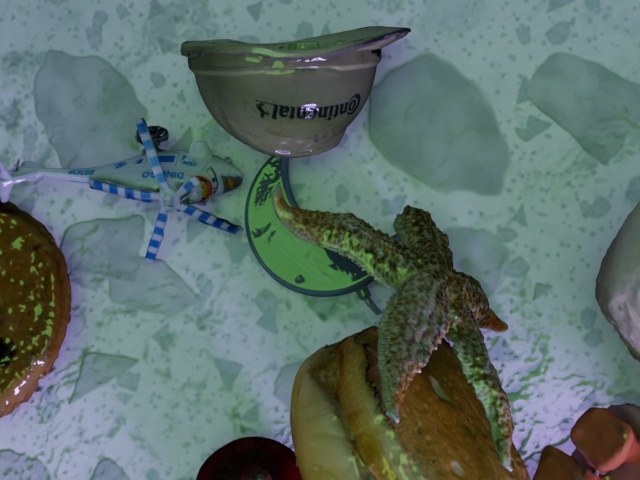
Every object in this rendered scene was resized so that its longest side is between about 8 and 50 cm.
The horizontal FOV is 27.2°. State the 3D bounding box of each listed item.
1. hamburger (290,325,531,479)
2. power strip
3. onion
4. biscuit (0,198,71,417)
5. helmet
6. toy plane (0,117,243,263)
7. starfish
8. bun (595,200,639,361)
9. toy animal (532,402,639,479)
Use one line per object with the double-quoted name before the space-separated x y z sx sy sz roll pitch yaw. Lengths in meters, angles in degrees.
"hamburger" 0.096 0.227 1.369 0.174 0.304 0.284 -29 72 14
"power strip" 0.000 0.000 1.528 0.216 0.044 0.137 40 90 10
"onion" -0.073 0.281 1.474 0.131 0.131 0.131 -1 85 7
"biscuit" -0.428 0.085 1.558 0.295 0.075 0.296 -2 79 9
"helmet" -0.023 -0.163 1.485 0.257 0.204 0.137 -6 101 -9
"toy plane" -0.230 -0.067 1.541 0.273 0.107 0.182 -11 122 13
"starfish" 0.123 0.071 1.366 0.078 0.347 0.358 -45 68 22
"bun" 0.465 0.032 1.335 0.349 0.352 0.227 -36 66 40
"toy animal" 0.373 0.239 1.371 0.195 0.281 0.169 -54 54 36
